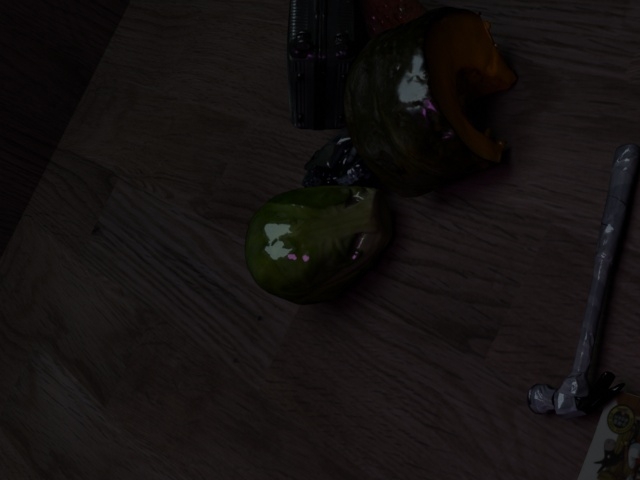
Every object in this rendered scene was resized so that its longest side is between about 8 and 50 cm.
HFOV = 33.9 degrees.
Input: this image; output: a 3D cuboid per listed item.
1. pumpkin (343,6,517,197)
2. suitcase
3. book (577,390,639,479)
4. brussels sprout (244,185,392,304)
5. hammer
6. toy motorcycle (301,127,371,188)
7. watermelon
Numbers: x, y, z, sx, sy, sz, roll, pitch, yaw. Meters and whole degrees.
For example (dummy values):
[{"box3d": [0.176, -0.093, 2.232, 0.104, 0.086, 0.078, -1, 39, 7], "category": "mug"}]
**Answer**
[{"box3d": [0.182, -0.244, 1.805, 0.225, 0.256, 0.303, -30, 32, 41], "category": "pumpkin"}, {"box3d": [0.000, -0.357, 1.995, 0.312, 0.128, 0.202, 91, 180, -67], "category": "suitcase"}, {"box3d": [0.412, 0.338, 1.344, 0.202, 0.027, 0.264, 13, 78, 53], "category": "book"}, {"box3d": [0.000, 0.000, 1.910, 0.271, 0.219, 0.210, -19, 63, 9], "category": "brussels sprout"}, {"box3d": [0.399, 0.050, 1.520, 0.152, 0.044, 0.427, -19, 50, 58], "category": "hammer"}, {"box3d": [0.051, -0.164, 2.031, 0.159, 0.106, 0.270, -53, 18, -11], "category": "toy motorcycle"}, {"box3d": [0.108, -0.462, 2.080, 0.148, 0.226, 0.318, -27, 46, -6], "category": "watermelon"}]
